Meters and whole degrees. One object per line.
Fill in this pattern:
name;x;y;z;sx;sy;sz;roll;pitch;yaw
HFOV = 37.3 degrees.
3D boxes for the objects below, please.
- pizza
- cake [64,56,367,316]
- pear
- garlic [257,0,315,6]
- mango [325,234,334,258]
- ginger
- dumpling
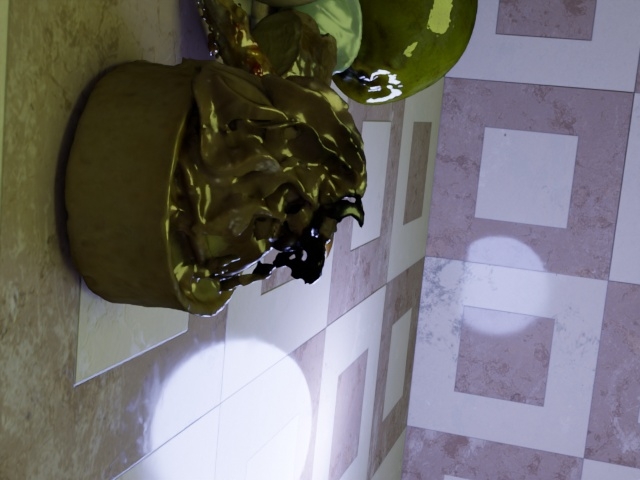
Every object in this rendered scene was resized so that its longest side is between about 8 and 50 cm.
pizza;-0.108;-0.250;1.370;0.297;0.071;0.189;62;-2;-12
cake;-0.106;-0.057;1.174;0.332;0.320;0.333;6;90;-75
pear;0.146;-0.460;1.855;0.352;0.351;0.414;70;27;-59
garlic;-0.007;-0.483;1.468;0.249;0.286;0.313;61;1;27
mango;0.000;0.000;2.059;0.114;0.057;0.079;89;12;-56
ginger;-0.041;-0.241;1.570;0.221;0.130;0.276;51;52;-39
dumpling;-0.012;-0.387;1.693;0.152;0.108;0.219;11;97;-35
